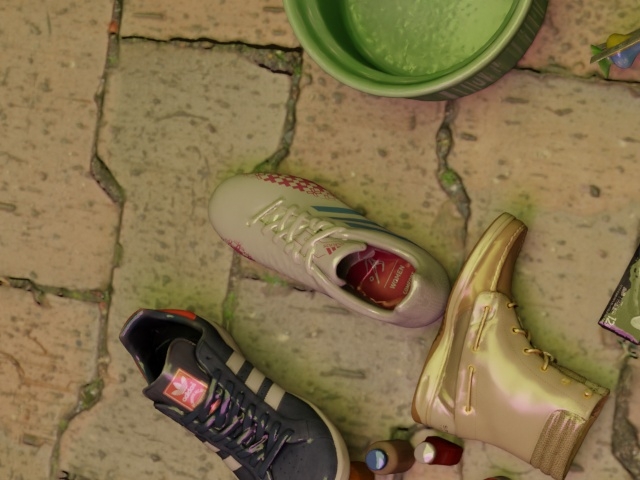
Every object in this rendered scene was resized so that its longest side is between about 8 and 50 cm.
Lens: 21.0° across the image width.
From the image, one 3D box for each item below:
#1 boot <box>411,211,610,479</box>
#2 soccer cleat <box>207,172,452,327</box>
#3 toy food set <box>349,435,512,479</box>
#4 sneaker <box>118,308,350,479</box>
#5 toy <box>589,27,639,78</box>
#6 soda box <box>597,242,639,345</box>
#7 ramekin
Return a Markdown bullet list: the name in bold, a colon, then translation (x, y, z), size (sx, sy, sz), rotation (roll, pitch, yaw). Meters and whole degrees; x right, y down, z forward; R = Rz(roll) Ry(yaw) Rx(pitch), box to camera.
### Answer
- **boot**: translation (0.235, 0.119, 1.930), size (0.203, 0.095, 0.262), rotation (23, 95, 21)
- **soccer cleat**: translation (0.000, 0.000, 2.001), size (0.331, 0.143, 0.116), rotation (24, 93, 20)
- **toy food set**: translation (0.124, 0.285, 1.950), size (0.232, 0.104, 0.111), rotation (25, 94, 20)
- **sneaker**: translation (-0.113, 0.192, 1.969), size (0.350, 0.148, 0.131), rotation (36, 95, 40)
- **toy**: translation (0.414, -0.234, 1.887), size (0.237, 0.137, 0.056), rotation (-21, 99, 16)
- **soda box**: translation (0.371, 0.031, 1.908), size (0.053, 0.060, 0.169), rotation (28, 95, 17)
- **ramekin**: translation (0.119, -0.303, 1.983), size (0.303, 0.148, 0.304), rotation (-2, 85, 19)
